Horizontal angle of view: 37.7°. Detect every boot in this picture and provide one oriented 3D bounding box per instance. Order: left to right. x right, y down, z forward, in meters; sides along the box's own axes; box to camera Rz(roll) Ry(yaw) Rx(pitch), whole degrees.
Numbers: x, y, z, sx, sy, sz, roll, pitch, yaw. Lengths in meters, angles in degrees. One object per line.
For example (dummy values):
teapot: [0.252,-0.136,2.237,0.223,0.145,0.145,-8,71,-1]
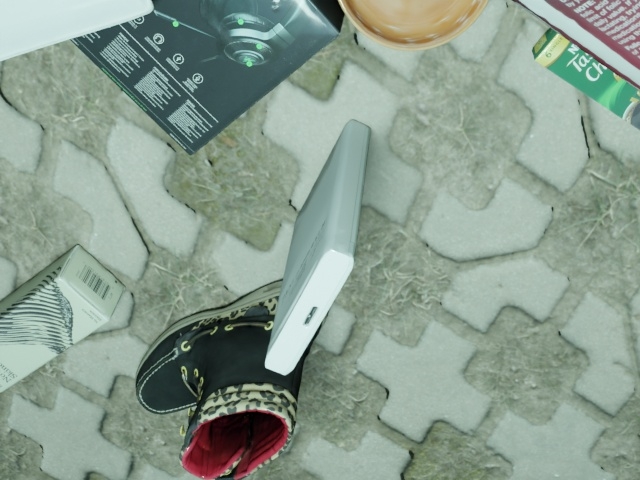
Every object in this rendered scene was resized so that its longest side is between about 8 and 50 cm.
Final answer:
boot: [-0.161,0.233,1.415,0.377,0.284,0.138,-26,117,22]

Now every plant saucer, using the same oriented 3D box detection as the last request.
plant saucer: [0.111,-0.328,1.114,0.199,0.037,0.200,-2,115,-5]

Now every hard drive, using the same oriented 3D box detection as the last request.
hard drive: [0.000,0.000,1.216,0.040,0.308,0.203,23,125,-9]

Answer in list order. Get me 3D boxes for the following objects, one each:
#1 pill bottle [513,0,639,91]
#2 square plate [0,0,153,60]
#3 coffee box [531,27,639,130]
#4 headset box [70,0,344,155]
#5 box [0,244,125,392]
pill bottle: [0.313,-0.308,0.960,0.392,0.224,0.224,28,124,-24]
square plate: [-0.403,-0.352,1.004,0.343,0.049,0.347,-13,131,17]
coffee box: [0.370,-0.226,1.171,0.184,0.040,0.113,31,123,-14]
headset box: [-0.137,-0.291,1.141,0.283,0.131,0.246,-35,113,27]
box: [-0.451,0.128,1.499,0.275,0.094,0.113,-34,114,26]
